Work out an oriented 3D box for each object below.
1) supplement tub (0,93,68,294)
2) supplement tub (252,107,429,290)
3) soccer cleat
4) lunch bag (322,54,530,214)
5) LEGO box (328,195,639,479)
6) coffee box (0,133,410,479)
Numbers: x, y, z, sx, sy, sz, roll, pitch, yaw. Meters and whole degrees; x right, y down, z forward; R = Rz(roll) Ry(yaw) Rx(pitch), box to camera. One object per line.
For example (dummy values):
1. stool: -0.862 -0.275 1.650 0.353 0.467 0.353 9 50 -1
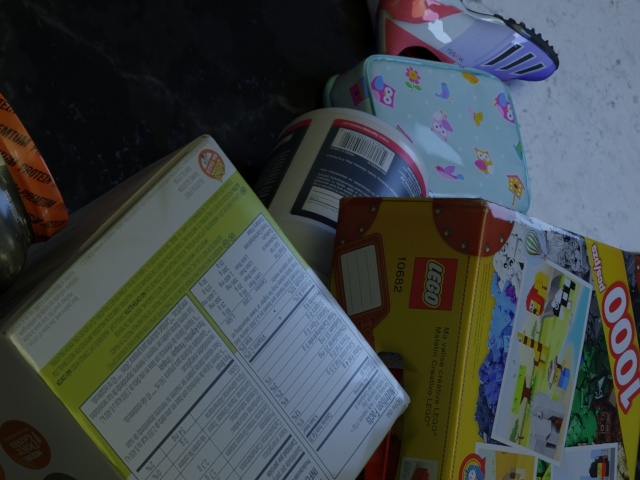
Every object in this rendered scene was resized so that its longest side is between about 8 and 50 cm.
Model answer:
1. supplement tub: -0.403 0.004 1.653 0.338 0.207 0.207 -32 94 -14
2. supplement tub: 0.000 0.000 2.152 0.191 0.191 0.272 43 46 -20
3. soccer cleat: 0.192 -0.253 2.547 0.318 0.108 0.116 20 81 -41
4. lunch bag: 0.136 -0.121 2.406 0.279 0.108 0.224 6 64 -43
5. LEGO box: 0.168 0.232 2.045 0.372 0.193 0.500 16 79 -50
6. coffee box: -0.189 0.172 1.775 0.334 0.337 0.338 52 42 -11
